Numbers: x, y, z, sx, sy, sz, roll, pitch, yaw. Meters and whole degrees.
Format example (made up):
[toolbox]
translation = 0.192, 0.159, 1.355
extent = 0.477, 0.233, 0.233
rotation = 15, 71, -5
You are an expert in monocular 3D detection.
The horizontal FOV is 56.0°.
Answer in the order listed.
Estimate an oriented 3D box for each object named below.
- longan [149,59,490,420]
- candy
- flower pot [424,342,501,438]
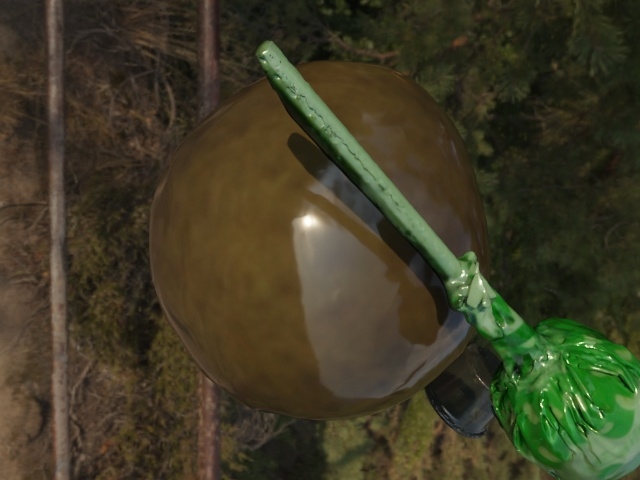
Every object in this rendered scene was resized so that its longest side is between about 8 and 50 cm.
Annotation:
[longan]
translation = -0.003, -0.002, 0.504
extent = 0.297, 0.297, 0.298
rotation = -5, 90, -65
[candy]
translation = 0.076, 0.021, 0.330
extent = 0.323, 0.097, 0.097
rotation = 46, 39, -16
[flower pot]
translation = 0.277, 0.264, 1.092
extent = 0.157, 0.107, 0.158
rotation = 28, 32, -20
